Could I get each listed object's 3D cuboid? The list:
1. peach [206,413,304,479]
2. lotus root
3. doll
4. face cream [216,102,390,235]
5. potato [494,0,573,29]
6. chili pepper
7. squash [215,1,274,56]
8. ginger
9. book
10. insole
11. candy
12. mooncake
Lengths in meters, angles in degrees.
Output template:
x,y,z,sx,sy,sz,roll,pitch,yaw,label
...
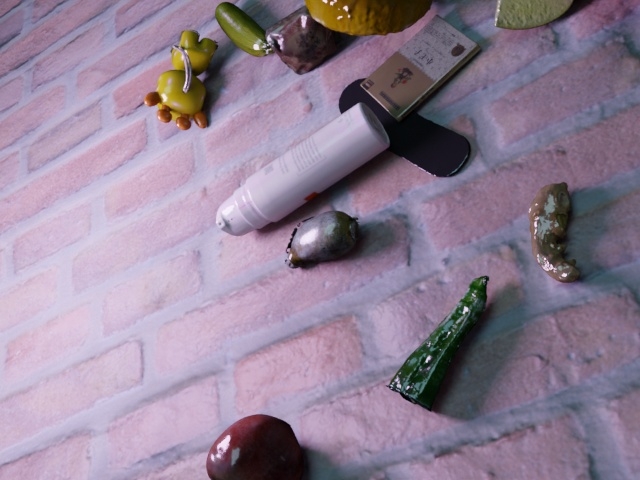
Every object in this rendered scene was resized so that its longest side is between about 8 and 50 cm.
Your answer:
x,y,z,sx,sy,sz,roll,pitch,yaw,label
-0.096,0.341,1.405,0.152,0.152,0.152,-17,56,27,peach
-0.001,-0.002,1.570,0.165,0.088,0.088,-25,52,35,lotus root
-0.294,-0.335,1.943,0.135,0.143,0.220,-36,36,52,doll
-0.039,-0.119,1.644,0.346,0.102,0.102,-32,50,20,face cream
0.380,-0.420,1.557,0.149,0.081,0.120,15,112,8,potato
0.191,0.146,1.361,0.088,0.059,0.227,26,79,46,chili pepper
-0.163,-0.450,1.947,0.066,0.066,0.252,-46,47,5,squash
0.347,-0.008,1.346,0.069,0.051,0.173,-20,59,32,ginger
0.181,-0.319,1.651,0.199,0.016,0.138,-42,47,4,book
0.142,-0.208,1.630,0.119,0.009,0.348,-52,47,1,insole
0.090,-0.489,1.695,0.260,0.118,0.260,-1,46,1,candy
-0.034,-0.397,1.781,0.125,0.130,0.073,-36,52,17,mooncake
